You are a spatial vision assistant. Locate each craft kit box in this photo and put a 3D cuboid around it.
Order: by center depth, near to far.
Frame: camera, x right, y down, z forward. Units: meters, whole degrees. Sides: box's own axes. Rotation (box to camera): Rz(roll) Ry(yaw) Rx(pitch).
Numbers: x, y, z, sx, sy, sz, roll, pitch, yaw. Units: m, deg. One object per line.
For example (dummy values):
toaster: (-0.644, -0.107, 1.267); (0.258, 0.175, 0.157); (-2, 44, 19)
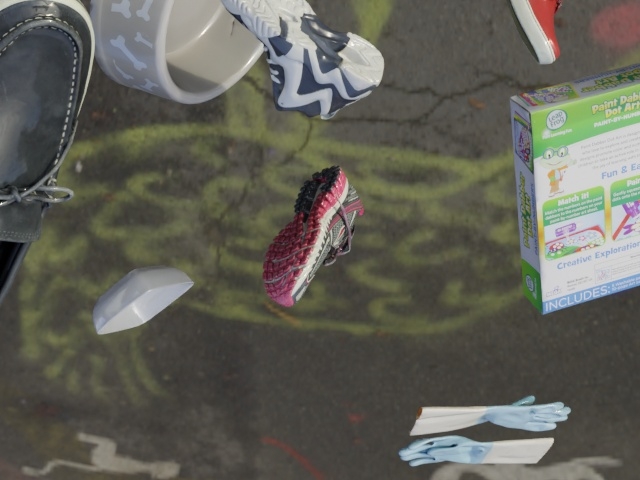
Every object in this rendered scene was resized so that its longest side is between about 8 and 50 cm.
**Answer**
craft kit box: (0.334, -0.065, 1.100); (0.249, 0.061, 0.247); (-15, 122, -10)

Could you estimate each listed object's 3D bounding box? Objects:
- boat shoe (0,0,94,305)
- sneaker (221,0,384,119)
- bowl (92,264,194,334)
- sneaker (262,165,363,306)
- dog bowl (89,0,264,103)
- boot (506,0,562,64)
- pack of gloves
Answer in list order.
boat shoe: (-0.394, -0.068, 1.213); (0.186, 0.156, 0.500); (11, 119, -44)
sneaker: (-0.051, -0.234, 1.302); (0.235, 0.094, 0.153); (26, 141, -19)
bowl: (-0.288, 0.087, 1.610); (0.142, 0.053, 0.142); (-38, 169, 23)
sneaker: (0.000, 0.000, 1.802); (0.120, 0.299, 0.112); (-12, 128, 43)
dog bowl: (-0.153, -0.341, 1.370); (0.102, 0.349, 0.349); (31, 143, 19)
boot: (0.376, -0.401, 1.587); (0.176, 0.244, 0.088); (-17, 156, 9)
pack of gloves: (0.231, 0.267, 1.466); (0.232, 0.046, 0.195); (1, 146, -11)
